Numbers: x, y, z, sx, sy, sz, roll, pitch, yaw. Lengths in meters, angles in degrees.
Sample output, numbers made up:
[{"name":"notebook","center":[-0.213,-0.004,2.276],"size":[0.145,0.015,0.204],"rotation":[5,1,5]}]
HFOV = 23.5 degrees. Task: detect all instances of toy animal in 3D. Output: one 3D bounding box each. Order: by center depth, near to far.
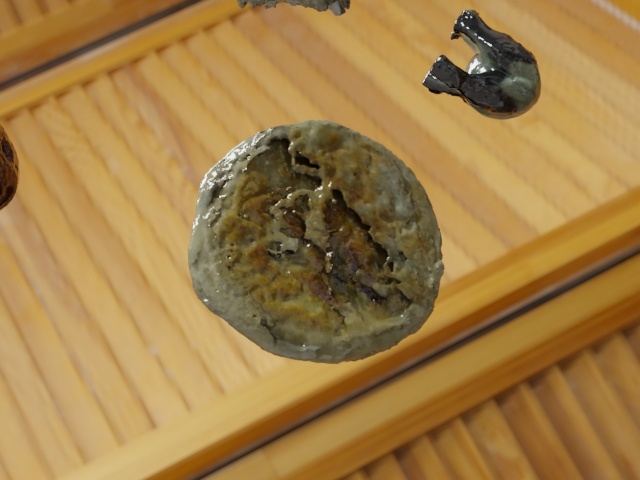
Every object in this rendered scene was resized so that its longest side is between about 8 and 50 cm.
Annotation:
[{"name":"toy animal","center":[0.186,-0.185,1.706],"size":[0.121,0.094,0.225],"rotation":[30,-179,0]}]

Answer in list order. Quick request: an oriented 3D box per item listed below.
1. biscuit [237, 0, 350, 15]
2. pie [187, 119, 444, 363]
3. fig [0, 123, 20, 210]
[{"name":"biscuit","center":[-0.037,-0.328,1.451],"size":[0.062,0.108,0.239],"rotation":[-49,-42,-55]},{"name":"pie","center":[0.000,0.000,1.922],"size":[0.339,0.339,0.077],"rotation":[62,155,7]},{"name":"fig","center":[-0.505,-0.099,1.904],"size":[0.159,0.257,0.159],"rotation":[1,-90,-81]}]
